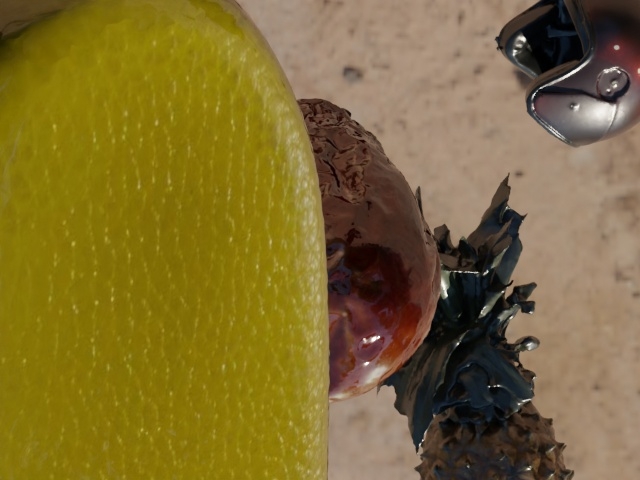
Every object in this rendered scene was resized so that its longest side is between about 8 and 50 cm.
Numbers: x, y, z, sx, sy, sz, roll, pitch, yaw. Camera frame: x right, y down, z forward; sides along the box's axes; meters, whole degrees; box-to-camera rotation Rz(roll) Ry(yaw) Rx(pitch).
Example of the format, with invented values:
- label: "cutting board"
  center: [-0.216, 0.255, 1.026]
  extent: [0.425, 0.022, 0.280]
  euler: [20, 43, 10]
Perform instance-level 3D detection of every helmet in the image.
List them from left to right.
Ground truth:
- label: "helmet"
  center: [0.315, -0.216, 2.041]
  extent: [0.193, 0.189, 0.216]
  euler: [-5, 124, -4]

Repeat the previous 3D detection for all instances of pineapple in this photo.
- label: "pineapple"
  center: [0.134, 0.128, 1.560]
  extent: [0.165, 0.165, 0.365]
  euler: [-8, 108, 15]

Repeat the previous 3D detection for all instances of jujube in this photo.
- label: "jujube"
  center: [0.000, 0.000, 1.202]
  extent: [0.168, 0.236, 0.168]
  euler: [0, 131, 0]

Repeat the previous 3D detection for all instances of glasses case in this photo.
- label: "glasses case"
  center: [-0.092, 0.080, 0.541]
  extent: [0.141, 0.173, 0.371]
  euler: [18, 117, 36]
